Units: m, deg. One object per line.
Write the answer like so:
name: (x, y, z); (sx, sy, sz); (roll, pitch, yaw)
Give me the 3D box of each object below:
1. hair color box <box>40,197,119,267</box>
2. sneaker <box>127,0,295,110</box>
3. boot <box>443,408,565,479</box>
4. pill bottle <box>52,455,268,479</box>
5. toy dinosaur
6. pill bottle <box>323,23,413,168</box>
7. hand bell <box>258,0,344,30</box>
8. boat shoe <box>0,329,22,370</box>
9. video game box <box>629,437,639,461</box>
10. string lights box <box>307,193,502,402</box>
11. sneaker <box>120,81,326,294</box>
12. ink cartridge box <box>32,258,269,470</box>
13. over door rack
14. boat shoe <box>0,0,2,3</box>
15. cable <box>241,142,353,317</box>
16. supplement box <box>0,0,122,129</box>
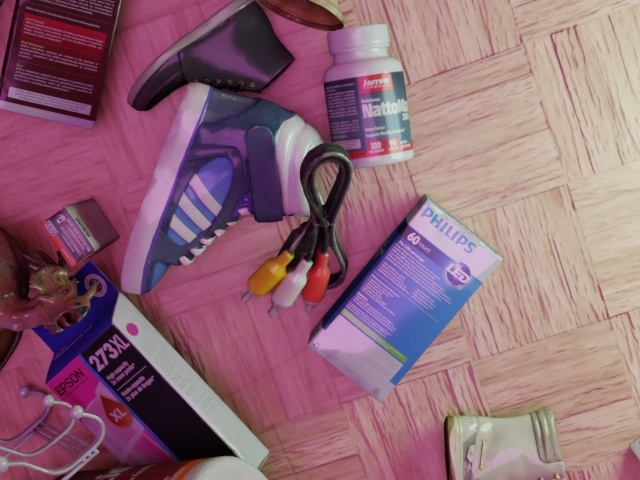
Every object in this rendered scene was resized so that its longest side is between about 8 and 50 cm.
hair color box: (-0.323, -0.013, 1.288); (0.043, 0.141, 0.072); (-34, 95, 4)
sneaker: (-0.148, -0.220, 1.278); (0.222, 0.083, 0.118); (-37, 95, 7)
boot: (0.264, 0.347, 1.343); (0.165, 0.077, 0.213); (-6, 95, 2)
pill bottle: (-0.261, 0.412, 1.254); (0.392, 0.224, 0.224); (-14, 98, 30)
toy dinosaur: (-0.429, 0.043, 1.261); (0.200, 0.127, 0.296); (-36, 73, -9)
pill bottle: (0.060, -0.190, 1.257); (0.108, 0.108, 0.180); (-8, 98, 4)
hand bell: (0.013, -0.412, 1.246); (0.126, 0.126, 0.242); (20, 86, 0)
boat shoe: (-0.507, 0.167, 1.344); (0.110, 0.104, 0.307); (19, 98, 3)
video game box: (0.521, 0.267, 1.251); (0.048, 0.205, 0.187); (44, 99, -8)
string lights box: (0.114, 0.079, 1.310); (0.133, 0.077, 0.260); (39, 99, -3)
sneaker: (-0.118, -0.036, 1.282); (0.236, 0.130, 0.323); (20, 110, -10)
ink cartridge box: (-0.257, 0.218, 1.334); (0.175, 0.069, 0.371); (-40, 92, 30)
over door rack: (-0.447, 0.330, 1.233); (0.108, 0.239, 0.324); (48, 66, -24)
boat shoe: (-0.491, -0.286, 1.269); (0.096, 0.116, 0.324); (25, 89, -1)
cable: (0.000, 0.000, 1.245); (0.139, 0.072, 0.287); (9, 138, -20)
supplement box: (-0.344, -0.281, 1.265); (0.130, 0.073, 0.239); (12, 100, -23)
